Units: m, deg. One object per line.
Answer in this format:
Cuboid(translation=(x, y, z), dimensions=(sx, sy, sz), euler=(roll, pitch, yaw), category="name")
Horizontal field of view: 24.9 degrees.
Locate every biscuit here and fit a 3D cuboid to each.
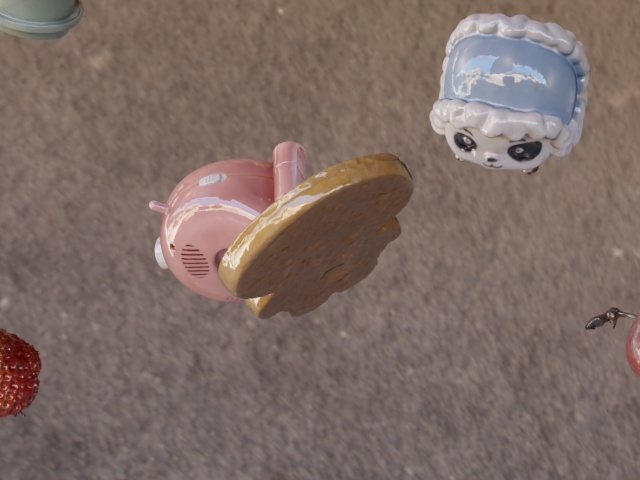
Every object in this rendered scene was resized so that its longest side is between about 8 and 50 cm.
Cuboid(translation=(0.000, -0.001, 1.382), dimensions=(0.202, 0.288, 0.044), euler=(-32, 74, -4), category="biscuit")

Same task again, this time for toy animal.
Cuboid(translation=(0.253, -0.199, 1.952), dimensions=(0.208, 0.156, 0.204), euler=(13, 81, 13), category="toy animal")

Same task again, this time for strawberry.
Cuboid(translation=(-0.262, 0.102, 1.176), dimensions=(0.073, 0.083, 0.073), euler=(1, 50, -2), category="strawberry")

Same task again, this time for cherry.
Cuboid(translation=(0.334, 0.101, 1.452), dimensions=(0.107, 0.090, 0.225), euler=(-50, 14, -19), category="cherry")

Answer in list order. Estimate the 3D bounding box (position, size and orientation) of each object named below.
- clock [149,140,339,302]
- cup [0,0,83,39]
Cuboid(translation=(-0.107, 0.002, 1.941), dimensions=(0.241, 0.227, 0.142), euler=(-11, 48, 14), category="clock")
Cuboid(translation=(-0.304, -0.297, 1.553), dimensions=(0.120, 0.120, 0.141), euler=(45, 128, 34), category="cup")
